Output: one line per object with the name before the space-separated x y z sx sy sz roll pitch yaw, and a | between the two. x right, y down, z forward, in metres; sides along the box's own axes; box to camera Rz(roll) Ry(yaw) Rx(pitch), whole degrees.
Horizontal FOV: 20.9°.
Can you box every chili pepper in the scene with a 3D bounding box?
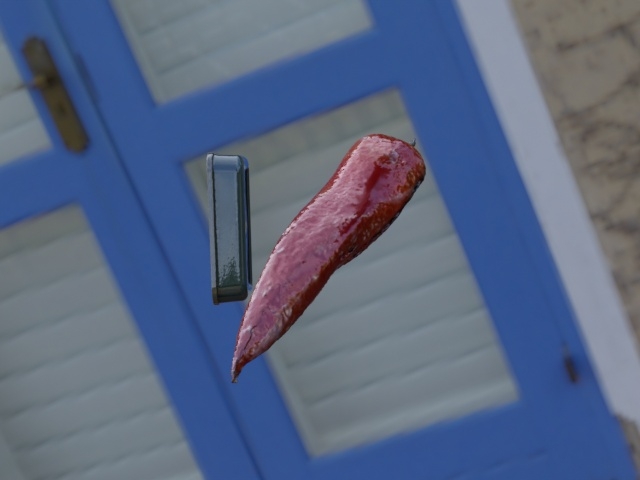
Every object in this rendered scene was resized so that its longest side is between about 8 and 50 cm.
chili pepper | 0.000 0.000 0.837 0.045 0.027 0.178 16 53 33

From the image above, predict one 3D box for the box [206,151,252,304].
box | -0.075 -0.011 1.438 0.031 0.126 0.091 -2 0 1
